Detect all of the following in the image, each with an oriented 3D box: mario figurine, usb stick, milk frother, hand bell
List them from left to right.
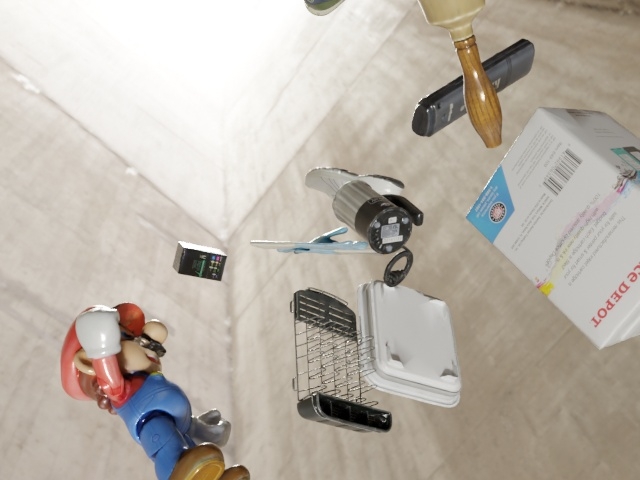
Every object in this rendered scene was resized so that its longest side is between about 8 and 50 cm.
[{"bbox_3d":[-0.199,0.179,0.999,0.170,0.198,0.320,-19,-132,-37],"label":"mario figurine"},{"bbox_3d":[0.096,-0.011,1.375,0.129,0.143,0.135,9,-161,-30],"label":"milk frother"},{"bbox_3d":[0.165,-0.218,0.915,0.126,0.126,0.242,-108,-2,-67],"label":"hand bell"},{"bbox_3d":[0.254,-0.252,1.313,0.045,0.278,0.077,43,148,23],"label":"usb stick"}]

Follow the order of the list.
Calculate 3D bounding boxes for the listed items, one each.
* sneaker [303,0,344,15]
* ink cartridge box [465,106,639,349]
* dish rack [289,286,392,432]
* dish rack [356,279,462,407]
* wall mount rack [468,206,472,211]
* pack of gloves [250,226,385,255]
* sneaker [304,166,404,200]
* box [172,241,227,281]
[{"bbox_3d":[0.049,-0.374,1.042,0.064,0.192,0.086,46,-172,2],"label":"sneaker"},{"bbox_3d":[0.390,-0.025,1.109,0.197,0.198,0.270,-6,-134,-44],"label":"ink cartridge box"},{"bbox_3d":[0.033,0.218,1.497,0.208,0.074,0.272,26,-130,-43],"label":"dish rack"},{"bbox_3d":[0.236,0.246,2.050,0.285,0.072,0.333,17,-137,-19],"label":"dish rack"},{"bbox_3d":[0.455,-0.014,1.606,0.350,0.130,0.304,29,176,32],"label":"wall mount rack"},{"bbox_3d":[0.000,0.000,1.633,0.232,0.046,0.195,1,175,17],"label":"pack of gloves"},{"bbox_3d":[0.075,-0.122,2.119,0.297,0.129,0.111,15,-172,36],"label":"sneaker"},{"bbox_3d":[-0.222,0.039,1.478,0.083,0.052,0.062,11,-174,-22],"label":"box"}]
